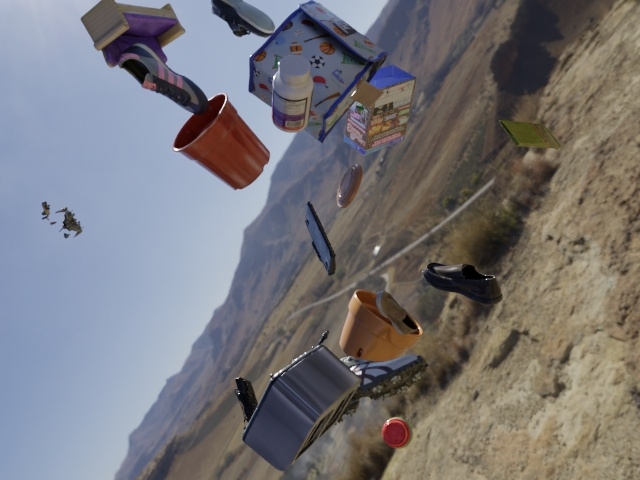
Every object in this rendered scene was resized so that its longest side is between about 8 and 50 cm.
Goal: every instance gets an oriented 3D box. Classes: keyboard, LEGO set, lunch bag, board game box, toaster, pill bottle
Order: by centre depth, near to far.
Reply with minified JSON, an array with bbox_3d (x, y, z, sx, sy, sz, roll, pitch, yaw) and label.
[{"bbox_3d":[-0.383,-0.031,0.759,0.023,0.054,0.083,-21,-8,5],"label":"LEGO set"},{"bbox_3d":[-0.028,0.283,0.886,0.168,0.110,0.186,-19,-40,-57],"label":"toaster"},{"bbox_3d":[0.000,0.000,1.208,0.108,0.023,0.180,96,157,-50],"label":"keyboard"},{"bbox_3d":[-0.156,0.421,1.227,0.038,0.192,0.100,-32,-32,9],"label":"keyboard"},{"bbox_3d":[-0.075,-0.389,1.336,0.108,0.108,0.193,-60,-8,-30],"label":"pill bottle"},{"bbox_3d":[0.000,-0.586,1.663,0.385,0.327,0.239,-52,-2,-20],"label":"lunch bag"},{"bbox_3d":[0.238,-0.531,2.050,0.232,0.141,0.291,-25,-39,-29],"label":"board game box"}]

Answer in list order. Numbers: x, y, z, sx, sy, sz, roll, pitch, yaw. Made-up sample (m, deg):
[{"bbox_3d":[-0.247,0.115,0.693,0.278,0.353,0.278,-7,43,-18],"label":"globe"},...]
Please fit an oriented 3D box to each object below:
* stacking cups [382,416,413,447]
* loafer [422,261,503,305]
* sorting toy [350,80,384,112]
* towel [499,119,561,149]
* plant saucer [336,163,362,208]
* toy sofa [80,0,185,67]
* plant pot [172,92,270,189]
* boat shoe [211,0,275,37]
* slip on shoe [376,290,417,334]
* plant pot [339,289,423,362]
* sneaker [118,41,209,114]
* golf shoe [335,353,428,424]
[{"bbox_3d":[0.216,0.556,1.466,0.096,0.096,0.316,-59,-22,-13],"label":"stacking cups"},{"bbox_3d":[0.354,0.088,1.253,0.080,0.220,0.078,-23,-61,-39],"label":"loafer"},{"bbox_3d":[0.099,-0.327,1.153,0.083,0.062,0.012,-41,42,45],"label":"sorting toy"},{"bbox_3d":[0.642,-0.322,1.536,0.237,0.102,0.021,-5,-33,-36],"label":"towel"},{"bbox_3d":[0.050,-0.099,0.907,0.083,0.013,0.083,-56,22,37],"label":"plant saucer"},{"bbox_3d":[-0.632,-0.728,1.765,0.150,0.177,0.362,-23,11,24],"label":"toy sofa"},{"bbox_3d":[-0.340,-0.337,1.813,0.272,0.265,0.272,-29,37,25],"label":"plant pot"},{"bbox_3d":[-0.303,-0.827,1.887,0.127,0.340,0.113,-31,-27,-46],"label":"boat shoe"},{"bbox_3d":[0.166,0.157,1.088,0.041,0.135,0.051,-9,38,38],"label":"slip on shoe"},{"bbox_3d":[0.204,0.344,1.859,0.204,0.290,0.291,-60,3,13],"label":"plant pot"},{"bbox_3d":[-0.530,-0.518,1.688,0.112,0.319,0.131,-44,15,41],"label":"sneaker"},{"bbox_3d":[0.097,0.297,1.104,0.272,0.105,0.120,-25,50,4],"label":"golf shoe"}]
